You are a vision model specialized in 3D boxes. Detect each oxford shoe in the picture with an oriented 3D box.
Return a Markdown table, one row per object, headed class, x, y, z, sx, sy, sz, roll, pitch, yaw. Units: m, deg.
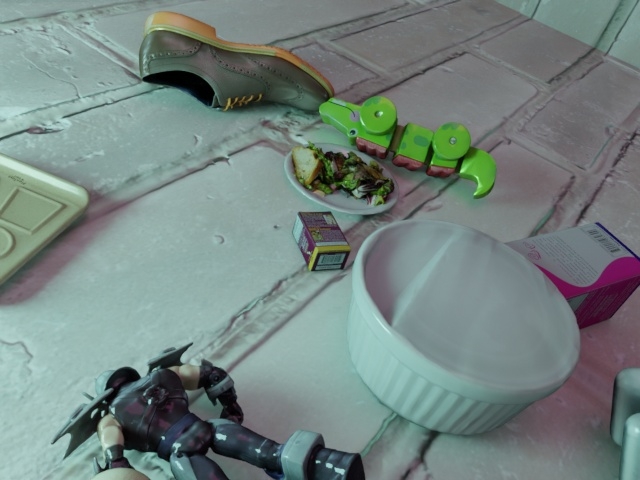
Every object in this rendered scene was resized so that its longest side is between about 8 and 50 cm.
| class | x | y | z | sx | sy | sz | roll | pitch | yaw |
| --- | --- | --- | --- | --- | --- | --- | --- | --- | --- |
| oxford shoe | -0.149 | -0.285 | 1.121 | 0.364 | 0.130 | 0.132 | 13 | 71 | -18 |

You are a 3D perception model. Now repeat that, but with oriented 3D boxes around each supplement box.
| class | x | y | z | sx | sy | sz | roll | pitch | yaw |
| --- | --- | --- | --- | --- | --- | --- | --- | --- | --- |
| supplement box | 0.346 | 0.061 | 0.884 | 0.220 | 0.114 | 0.111 | -9 | 47 | -33 |
| supplement box | 0.000 | 0.000 | 0.868 | 0.055 | 0.043 | 0.083 | -2 | 44 | -25 |

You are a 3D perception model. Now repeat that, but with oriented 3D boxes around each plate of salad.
| class | x | y | z | sx | sy | sz | roll | pitch | yaw |
| --- | --- | --- | --- | --- | --- | --- | --- | --- | --- |
| plate of salad | 0.039 | -0.114 | 1.019 | 0.200 | 0.048 | 0.199 | 12 | 38 | -9 |

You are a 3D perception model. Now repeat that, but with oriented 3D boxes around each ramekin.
| class | x | y | z | sx | sy | sz | roll | pitch | yaw |
| --- | --- | --- | --- | --- | --- | --- | --- | --- | --- |
| ramekin | 0.154 | 0.105 | 0.739 | 0.273 | 0.127 | 0.272 | 12 | 39 | -10 |

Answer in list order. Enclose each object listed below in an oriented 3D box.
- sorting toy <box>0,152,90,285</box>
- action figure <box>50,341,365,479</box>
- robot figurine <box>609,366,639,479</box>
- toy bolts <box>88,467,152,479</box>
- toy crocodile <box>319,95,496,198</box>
| class | x | y | z | sx | sy | sz | roll | pitch | yaw |
| --- | --- | --- | --- | --- | --- | --- | --- | --- | --- |
| sorting toy | -0.416 | -0.025 | 0.736 | 0.193 | 0.038 | 0.208 | 22 | 43 | 4 |
| action figure | -0.110 | 0.191 | 0.554 | 0.285 | 0.099 | 0.185 | 23 | 43 | 24 |
| robot figurine | 0.503 | 0.212 | 0.643 | 0.354 | 0.199 | 0.300 | -1 | 34 | 18 |
| toy bolts | -0.170 | 0.253 | 0.343 | 0.218 | 0.158 | 0.228 | -4 | 20 | -20 |
| toy crocodile | 0.157 | -0.173 | 1.104 | 0.341 | 0.105 | 0.115 | 20 | -3 | 3 |
